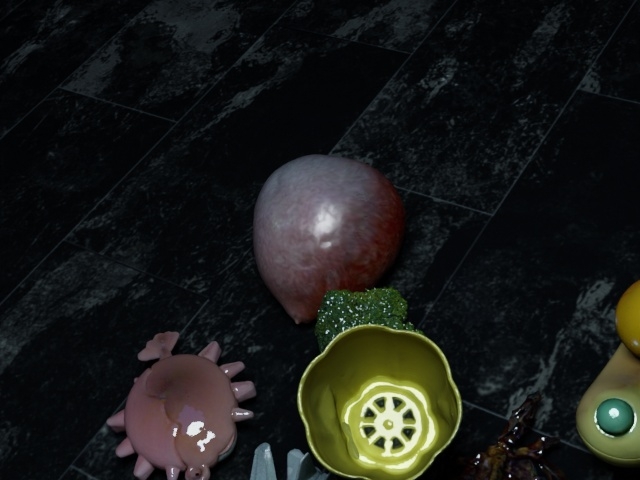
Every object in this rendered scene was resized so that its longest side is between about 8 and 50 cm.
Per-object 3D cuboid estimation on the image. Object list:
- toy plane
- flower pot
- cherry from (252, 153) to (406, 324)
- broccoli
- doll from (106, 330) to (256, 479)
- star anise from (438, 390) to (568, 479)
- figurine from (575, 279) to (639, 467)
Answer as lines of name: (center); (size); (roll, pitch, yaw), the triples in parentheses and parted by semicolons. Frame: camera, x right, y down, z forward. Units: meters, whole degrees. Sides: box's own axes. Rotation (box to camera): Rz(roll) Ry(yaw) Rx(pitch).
toy plane: (-0.067, 0.388, 1.193); (0.212, 0.088, 0.267); (27, 67, 35)
flower pot: (0.081, 0.218, 1.218); (0.195, 0.179, 0.195); (-3, 69, 8)
cherry: (0.003, -0.010, 1.460); (0.240, 0.206, 0.239); (1, 45, -1)
broccoli: (0.069, 0.136, 1.365); (0.162, 0.145, 0.138); (3, 16, 35)
doll: (-0.197, 0.230, 1.365); (0.211, 0.093, 0.262); (-28, 47, -7)
star anise: (0.241, 0.292, 1.216); (0.212, 0.053, 0.157); (-30, 46, -16)
figurine: (0.412, 0.137, 1.200); (0.124, 0.222, 0.324); (18, 55, 32)
